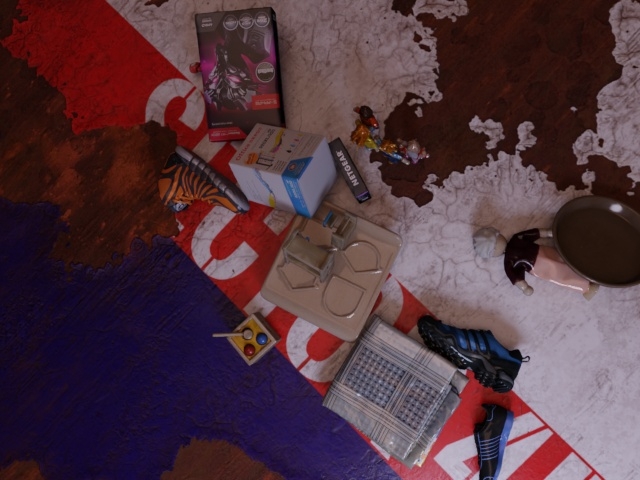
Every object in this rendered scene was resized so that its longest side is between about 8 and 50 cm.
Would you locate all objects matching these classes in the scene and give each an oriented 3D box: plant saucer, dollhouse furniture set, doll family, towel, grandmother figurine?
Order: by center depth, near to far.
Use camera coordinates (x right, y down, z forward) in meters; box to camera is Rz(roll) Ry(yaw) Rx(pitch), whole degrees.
[{"bbox_3d":[0.753,0.004,1.422,0.277,0.041,0.278,0,62,0],"label":"plant saucer"},{"bbox_3d":[0.586,0.055,1.473,0.342,0.104,0.208,22,63,13],"label":"grandmother figurine"},{"bbox_3d":[0.205,0.419,1.484,0.324,0.056,0.312,32,92,12],"label":"towel"},{"bbox_3d":[0.000,0.000,1.494,0.129,0.129,0.184,30,72,11],"label":"dollhouse furniture set"},{"bbox_3d":[0.175,-0.276,1.527,0.263,0.163,0.118,37,93,10],"label":"doll family"}]

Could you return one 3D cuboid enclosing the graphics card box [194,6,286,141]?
[{"bbox_3d":[-0.232,-0.486,1.593,0.232,0.094,0.371,-2,101,5],"label":"graphics card box"}]

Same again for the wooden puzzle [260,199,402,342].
[{"bbox_3d":[0.032,0.080,1.576,0.322,0.080,0.348,26,95,11],"label":"wooden puzzle"}]

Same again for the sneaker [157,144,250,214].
[{"bbox_3d":[-0.369,-0.137,1.646,0.321,0.124,0.180,39,97,21],"label":"sneaker"}]

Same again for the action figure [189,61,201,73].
[{"bbox_3d":[-0.288,-0.605,1.668,0.280,0.091,0.139,-17,90,7],"label":"action figure"}]

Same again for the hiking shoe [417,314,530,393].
[{"bbox_3d":[0.415,0.294,1.494,0.304,0.113,0.132,34,62,16],"label":"hiking shoe"}]

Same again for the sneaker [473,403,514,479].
[{"bbox_3d":[0.457,0.565,1.468,0.090,0.081,0.232,16,82,13],"label":"sneaker"}]

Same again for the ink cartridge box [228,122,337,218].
[{"bbox_3d":[-0.103,-0.201,1.514,0.232,0.168,0.171,16,61,26],"label":"ink cartridge box"}]

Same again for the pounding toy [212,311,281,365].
[{"bbox_3d":[-0.217,0.287,1.588,0.130,0.100,0.141,-43,81,4],"label":"pounding toy"}]

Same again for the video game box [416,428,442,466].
[{"bbox_3d":[0.253,0.502,1.520,0.187,0.048,0.205,29,91,13],"label":"video game box"}]

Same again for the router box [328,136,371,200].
[{"bbox_3d":[0.085,-0.200,1.553,0.046,0.133,0.179,-29,83,7],"label":"router box"}]
